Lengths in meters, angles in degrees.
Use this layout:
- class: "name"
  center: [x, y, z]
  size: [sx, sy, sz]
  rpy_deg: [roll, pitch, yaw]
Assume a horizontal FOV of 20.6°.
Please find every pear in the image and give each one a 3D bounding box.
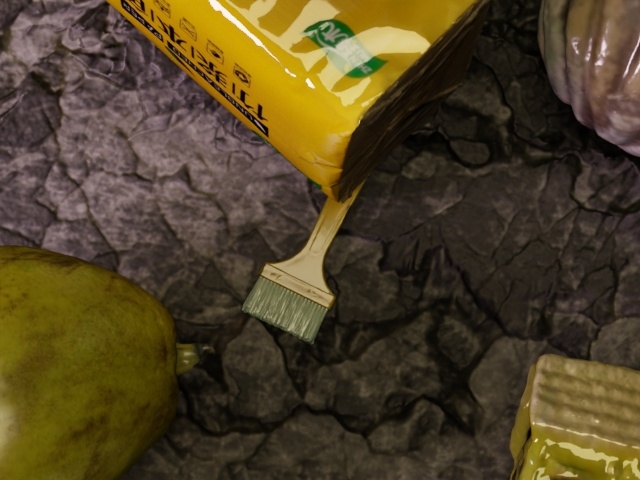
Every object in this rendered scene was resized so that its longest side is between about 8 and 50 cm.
- class: "pear"
  center: [-0.283, 0.142, 1.682]
  size: [0.375, 0.287, 0.287]
  rpy_deg: [-12, 80, -16]

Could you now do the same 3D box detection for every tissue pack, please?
- class: "tissue pack"
  center: [-0.046, -0.253, 1.728]
  size: [0.382, 0.293, 0.228]
  rpy_deg: [41, 77, 7]

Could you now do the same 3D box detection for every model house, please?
- class: "model house"
  center: [0.275, 0.225, 1.716]
  size: [0.193, 0.175, 0.234]
  rpy_deg: [12, 71, 4]

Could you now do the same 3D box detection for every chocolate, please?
- class: "chocolate"
  center: [0.327, -0.198, 1.738]
  size: [0.213, 0.303, 0.303]
  rpy_deg: [-16, 80, 18]

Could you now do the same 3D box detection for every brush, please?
- class: "brush"
  center: [0.000, 0.000, 1.824]
  size: [0.083, 0.011, 0.205]
  rpy_deg: [26, 81, 6]
